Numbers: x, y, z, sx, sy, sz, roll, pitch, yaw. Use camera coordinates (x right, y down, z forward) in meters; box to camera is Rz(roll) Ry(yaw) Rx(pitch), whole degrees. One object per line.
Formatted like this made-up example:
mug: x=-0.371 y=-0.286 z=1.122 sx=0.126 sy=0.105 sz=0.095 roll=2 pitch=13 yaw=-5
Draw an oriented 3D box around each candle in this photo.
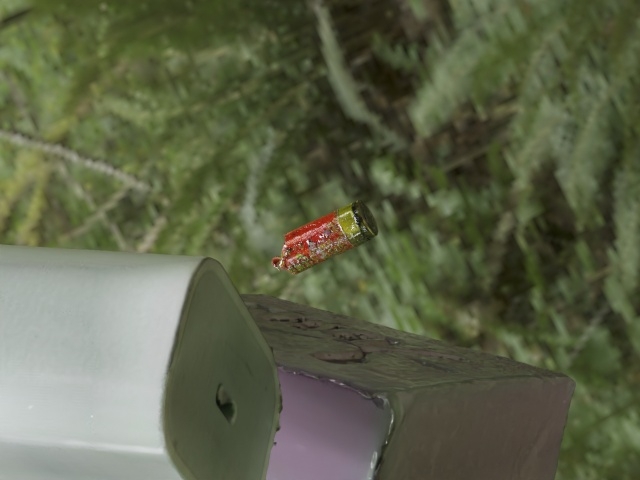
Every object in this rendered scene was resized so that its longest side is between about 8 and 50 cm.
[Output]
candle: x=0.000 y=0.000 z=1.961 sx=0.052 sy=0.131 sz=0.052 roll=55 pitch=-161 yaw=-30

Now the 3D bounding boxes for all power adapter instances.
power adapter: x=-0.168 y=0.084 z=0.984 sx=0.187 sy=0.255 sz=0.124 roll=65 pitch=-147 yaw=-57

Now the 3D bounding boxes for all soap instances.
soap: x=-0.010 y=0.117 z=1.209 sx=0.296 sy=0.285 sz=0.107 roll=12 pitch=96 yaw=30
